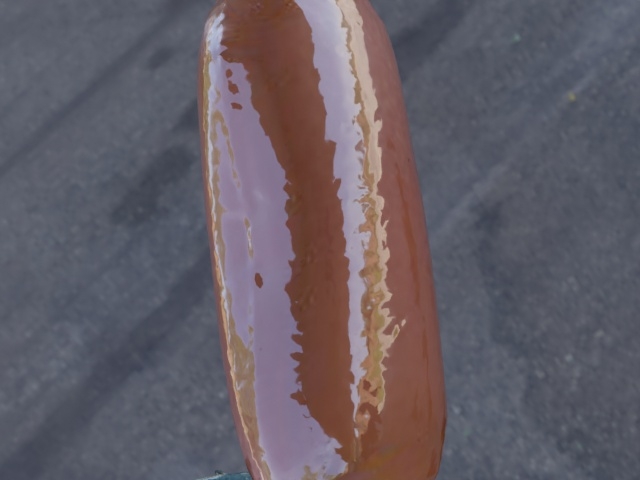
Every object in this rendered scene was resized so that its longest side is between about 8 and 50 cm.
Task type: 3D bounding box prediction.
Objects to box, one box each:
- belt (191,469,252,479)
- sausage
[{"bbox_3d":[-0.010,0.221,0.569,0.206,0.116,0.267,-18,61,-17],"label":"belt"},{"bbox_3d":[0.000,0.000,0.496,0.077,0.077,0.194,-12,82,29],"label":"sausage"}]
